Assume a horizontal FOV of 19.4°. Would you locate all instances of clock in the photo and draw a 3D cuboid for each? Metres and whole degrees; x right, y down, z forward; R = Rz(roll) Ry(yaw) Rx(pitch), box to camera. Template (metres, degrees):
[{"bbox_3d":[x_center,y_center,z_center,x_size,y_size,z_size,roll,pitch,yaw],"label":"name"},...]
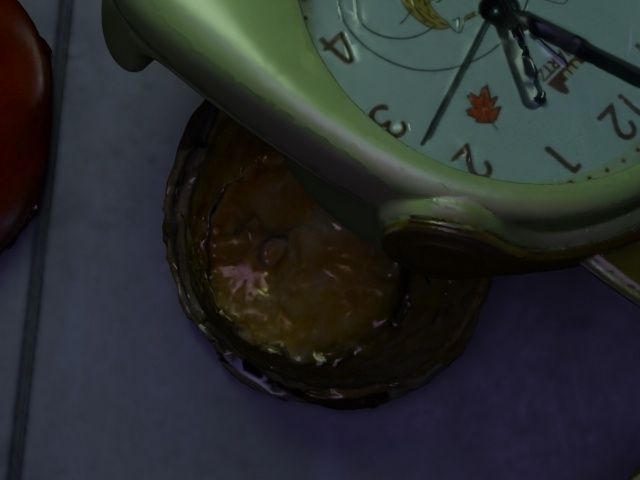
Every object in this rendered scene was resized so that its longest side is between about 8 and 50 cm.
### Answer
[{"bbox_3d":[0.085,-0.113,0.977,0.348,0.117,0.286,42,68,8],"label":"clock"}]

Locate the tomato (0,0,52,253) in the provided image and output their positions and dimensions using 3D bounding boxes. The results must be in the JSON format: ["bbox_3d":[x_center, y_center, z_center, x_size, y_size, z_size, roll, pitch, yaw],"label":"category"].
[{"bbox_3d":[-0.270,-0.076,1.096,0.228,0.101,0.228,0,85,1],"label":"tomato"}]

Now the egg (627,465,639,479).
[{"bbox_3d":[0.258,0.195,0.986,0.245,0.203,0.203,30,88,7],"label":"egg"}]

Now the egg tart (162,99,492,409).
[{"bbox_3d":[-0.001,-0.001,1.054,0.212,0.090,0.213,5,104,18],"label":"egg tart"}]
